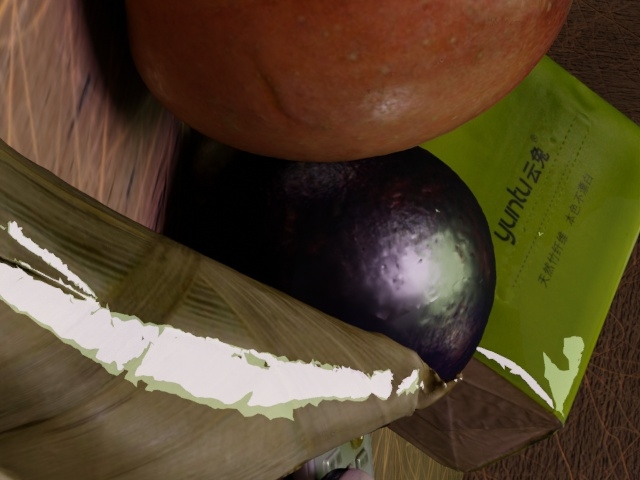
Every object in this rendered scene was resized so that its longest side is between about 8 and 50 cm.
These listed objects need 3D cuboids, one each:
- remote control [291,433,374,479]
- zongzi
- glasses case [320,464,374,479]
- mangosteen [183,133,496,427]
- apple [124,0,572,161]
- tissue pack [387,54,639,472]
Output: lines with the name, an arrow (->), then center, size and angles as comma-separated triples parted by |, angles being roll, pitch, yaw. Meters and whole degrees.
remote control -> 0.003, 0.218, 1.207 | 0.109, 0.055, 0.313 | -37, 127, -57
zongzi -> -0.065, 0.016, 0.396 | 0.194, 0.197, 0.099 | 74, 4, -51
glasses case -> -0.005, 0.309, 1.048 | 0.314, 0.075, 0.122 | -70, 152, -42
mangosteen -> 0.000, 0.000, 0.846 | 0.194, 0.194, 0.230 | 66, 1, -67
apple -> 0.000, -0.162, 0.699 | 0.253, 0.254, 0.253 | 2, 90, -80
tissue pack -> 0.118, 0.001, 1.102 | 0.167, 0.200, 0.274 | -42, -165, 54
